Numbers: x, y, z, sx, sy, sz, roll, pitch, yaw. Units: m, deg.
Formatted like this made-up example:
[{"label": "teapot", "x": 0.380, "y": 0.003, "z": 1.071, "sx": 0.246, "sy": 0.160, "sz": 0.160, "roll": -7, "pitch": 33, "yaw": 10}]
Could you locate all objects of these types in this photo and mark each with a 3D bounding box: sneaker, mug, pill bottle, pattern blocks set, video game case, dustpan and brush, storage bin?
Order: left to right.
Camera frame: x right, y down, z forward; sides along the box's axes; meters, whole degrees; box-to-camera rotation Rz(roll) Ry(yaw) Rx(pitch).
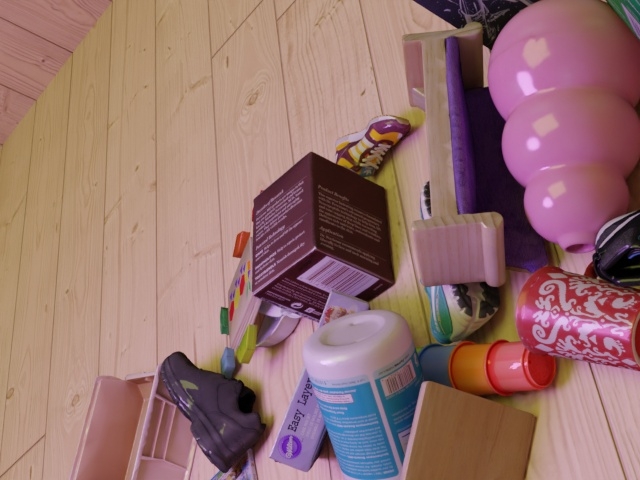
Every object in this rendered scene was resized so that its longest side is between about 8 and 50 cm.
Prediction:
[{"label": "storage bin", "x": -0.354, "y": 0.374, "z": 2.109, "sx": 0.262, "sy": 0.123, "sz": 0.260, "roll": -18, "pitch": 56, "yaw": 51}, {"label": "sneaker", "x": -0.188, "y": 0.286, "z": 1.935, "sx": 0.130, "sy": 0.109, "sz": 0.286, "roll": -36, "pitch": 46, "yaw": -6}, {"label": "video game case", "x": -0.145, "y": 0.449, "z": 1.853, "sx": 0.119, "sy": 0.015, "sz": 0.166, "roll": -48, "pitch": 36, "yaw": 27}, {"label": "pattern blocks set", "x": -0.134, "y": 0.094, "z": 1.967, "sx": 0.325, "sy": 0.026, "sz": 0.285, "roll": 120, "pitch": 153, "yaw": -52}, {"label": "dustpan and brush", "x": -0.066, "y": 0.125, "z": 1.908, "sx": 0.211, "sy": 0.060, "sz": 0.147, "roll": 5, "pitch": 74, "yaw": 57}, {"label": "sneaker", "x": 0.092, "y": -0.153, "z": 1.864, "sx": 0.185, "sy": 0.069, "sz": 0.084, "roll": -25, "pitch": 58, "yaw": 54}, {"label": "pill bottle", "x": 0.079, "y": 0.236, "z": 1.443, "sx": 0.146, "sy": 0.146, "sz": 0.264, "roll": 10, "pitch": 122, "yaw": 57}, {"label": "sneaker", "x": 0.179, "y": 0.025, "z": 1.583, "sx": 0.110, "sy": 0.107, "sz": 0.275, "roll": -52, "pitch": 30, "yaw": 44}, {"label": "mug", "x": 0.339, "y": 0.080, "z": 1.299, "sx": 0.169, "sy": 0.113, "sz": 0.150, "roll": 11, "pitch": 81, "yaw": 54}, {"label": "sneaker", "x": 0.410, "y": -0.014, "z": 1.227, "sx": 0.217, "sy": 0.079, "sz": 0.121, "roll": -37, "pitch": 10, "yaw": 28}]

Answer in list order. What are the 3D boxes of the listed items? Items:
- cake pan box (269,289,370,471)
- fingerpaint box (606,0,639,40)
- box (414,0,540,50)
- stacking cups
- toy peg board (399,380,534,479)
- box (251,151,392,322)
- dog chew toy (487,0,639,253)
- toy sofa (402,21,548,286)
[{"label": "cake pan box", "x": 0.005, "y": 0.213, "z": 1.621, "sx": 0.246, "sy": 0.070, "sz": 0.267, "roll": 49, "pitch": -119, "yaw": -82}, {"label": "fingerpaint box", "x": 0.476, "y": -0.431, "z": 1.275, "sx": 0.371, "sy": 0.163, "sz": 0.445, "roll": -31, "pitch": 42, "yaw": 13}, {"label": "box", "x": 0.253, "y": -0.497, "z": 1.611, "sx": 0.343, "sy": 0.312, "sz": 0.179, "roll": -55, "pitch": 34, "yaw": 18}, {"label": "stacking cups", "x": 0.185, "y": 0.185, "z": 1.491, "sx": 0.316, "sy": 0.096, "sz": 0.096, "roll": -10, "pitch": 62, "yaw": 48}, {"label": "toy peg board", "x": 0.171, "y": 0.279, "z": 1.379, "sx": 0.079, "sy": 0.160, "sz": 0.161, "roll": 155, "pitch": 132, "yaw": -67}, {"label": "box", "x": 0.000, "y": 0.000, "z": 1.790, "sx": 0.167, "sy": 0.168, "sz": 0.203, "roll": -38, "pitch": 41, "yaw": 38}, {"label": "dog chew toy", "x": 0.324, "y": -0.145, "z": 1.398, "sx": 0.206, "sy": 0.206, "sz": 0.332, "roll": -23, "pitch": 60, "yaw": 47}, {"label": "toy sofa", "x": 0.211, "y": -0.123, "z": 1.505, "sx": 0.177, "sy": 0.150, "sz": 0.362, "roll": -5, "pitch": 55, "yaw": 8}]
